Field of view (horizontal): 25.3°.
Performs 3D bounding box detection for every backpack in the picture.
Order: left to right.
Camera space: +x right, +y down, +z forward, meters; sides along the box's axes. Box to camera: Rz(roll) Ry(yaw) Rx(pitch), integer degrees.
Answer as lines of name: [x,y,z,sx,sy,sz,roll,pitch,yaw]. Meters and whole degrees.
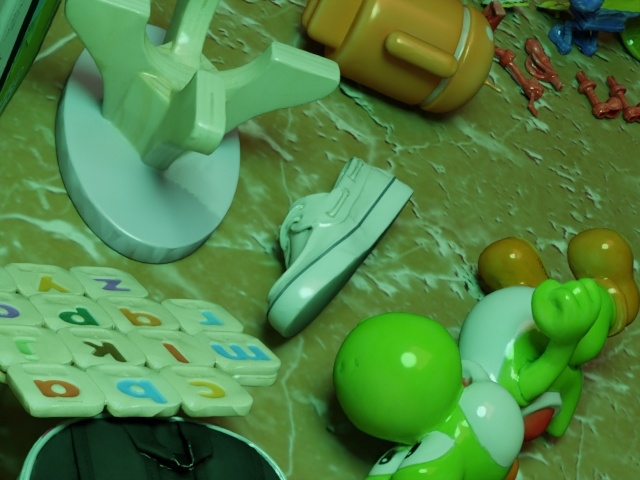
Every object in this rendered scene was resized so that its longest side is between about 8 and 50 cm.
backpack: [-0.116,0.246,0.948,0.225,0.191,0.253,9,50,-25]

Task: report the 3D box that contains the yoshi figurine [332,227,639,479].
yoshi figurine: [0.136,0.090,1.265,0.203,0.203,0.362,31,43,16]

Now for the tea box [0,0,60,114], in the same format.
tea box: [-0.319,-0.218,1.106,0.220,0.329,0.323,27,44,-10]

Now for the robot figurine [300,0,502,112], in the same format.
robot figurine: [0.091,-0.215,1.524,0.219,0.158,0.128,22,68,-16]

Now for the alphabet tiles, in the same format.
alphabet tiles: [-0.179,0.073,1.078,0.284,0.021,0.278,4,17,-31]

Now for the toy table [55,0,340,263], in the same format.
toy table: [-0.128,-0.134,1.287,0.252,0.161,0.274,7,50,-29]

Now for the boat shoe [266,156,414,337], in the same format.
boat shoe: [0.000,0.000,1.319,0.084,0.095,0.258,37,32,5]

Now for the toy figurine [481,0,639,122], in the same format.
toy figurine: [0.395,-0.281,1.714,0.363,0.217,0.191,-1,55,-33]
